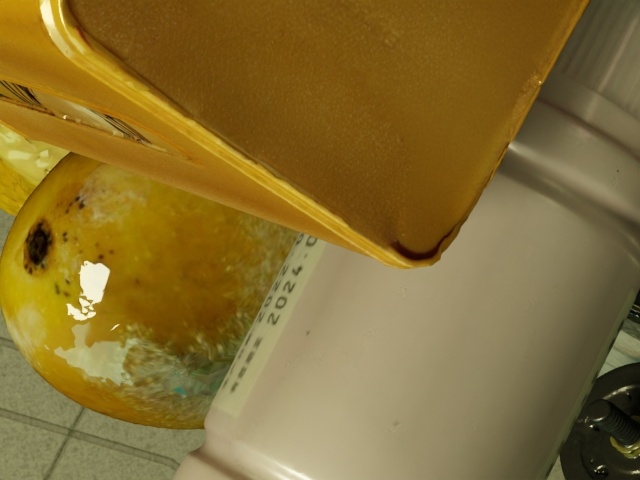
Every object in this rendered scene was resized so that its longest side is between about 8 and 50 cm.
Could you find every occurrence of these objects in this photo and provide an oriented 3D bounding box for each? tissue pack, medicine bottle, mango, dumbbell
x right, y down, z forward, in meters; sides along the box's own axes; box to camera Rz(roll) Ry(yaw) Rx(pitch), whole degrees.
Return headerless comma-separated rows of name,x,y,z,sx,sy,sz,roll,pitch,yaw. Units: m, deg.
tissue pack,-0.068,-0.108,0.610,0.194,0.145,0.274,30,174,-39
medicine bottle,0.051,0.022,0.654,0.133,0.250,0.133,27,175,3
mango,0.000,0.000,0.815,0.316,0.146,0.193,-9,145,-22
dumbbell,0.310,0.200,1.463,0.143,0.143,0.325,21,171,40

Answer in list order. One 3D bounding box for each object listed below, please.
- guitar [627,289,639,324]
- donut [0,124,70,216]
guitar,0.199,0.042,1.131,0.084,0.038,0.271,28,174,7
donut,-0.220,-0.131,0.928,0.435,0.163,0.377,31,171,-22
